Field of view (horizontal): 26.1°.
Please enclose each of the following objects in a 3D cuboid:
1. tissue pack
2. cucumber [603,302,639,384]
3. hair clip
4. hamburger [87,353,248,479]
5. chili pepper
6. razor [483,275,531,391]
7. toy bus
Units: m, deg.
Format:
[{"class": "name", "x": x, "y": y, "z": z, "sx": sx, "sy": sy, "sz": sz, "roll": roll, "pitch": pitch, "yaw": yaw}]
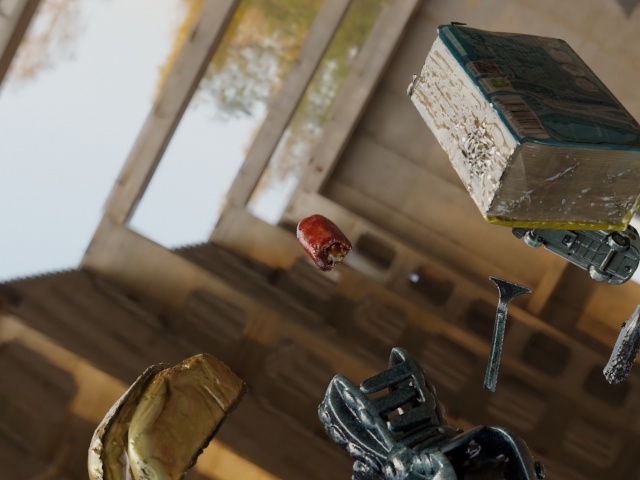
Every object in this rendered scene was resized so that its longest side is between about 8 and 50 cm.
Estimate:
[{"class": "tissue pack", "x": 0.238, "y": -0.128, "z": 1.586, "sx": 0.192, "sy": 0.134, "sz": 0.271, "roll": 5, "pitch": -145, "yaw": -21}, {"class": "cucumber", "x": 0.438, "y": 0.133, "z": 1.942, "sx": 0.039, "sy": 0.163, "sz": 0.043, "roll": 35, "pitch": -141, "yaw": 29}, {"class": "hair clip", "x": 0.127, "y": 0.278, "z": 1.658, "sx": 0.194, "sy": 0.206, "sz": 0.310, "roll": -23, "pitch": -150, "yaw": -20}, {"class": "hamburger", "x": -0.214, "y": 0.241, "z": 1.794, "sx": 0.131, "sy": 0.124, "sz": 0.262, "roll": 57, "pitch": -142, "yaw": -16}, {"class": "chili pepper", "x": 0.000, "y": 0.000, "z": 2.370, "sx": 0.070, "sy": 0.073, "sz": 0.123, "roll": 14, "pitch": -165, "yaw": -25}, {"class": "razor", "x": 0.264, "y": 0.146, "z": 2.057, "sx": 0.066, "sy": 0.190, "sz": 0.033, "roll": 20, "pitch": -147, "yaw": 21}, {"class": "toy bus", "x": 0.396, "y": -0.013, "z": 2.092, "sx": 0.194, "sy": 0.087, "sz": 0.089, "roll": 28, "pitch": -140, "yaw": 7}]
